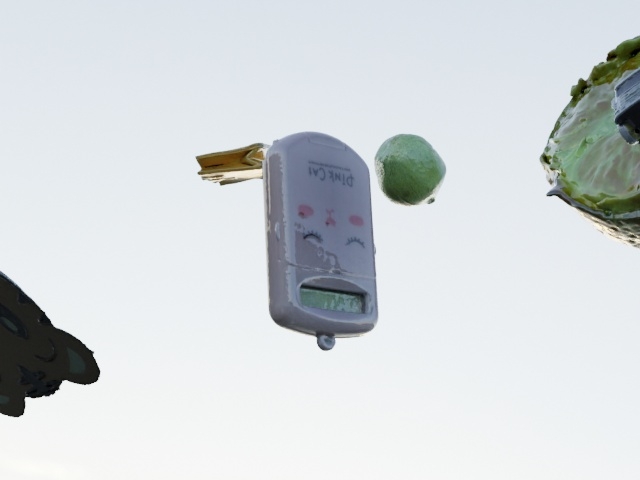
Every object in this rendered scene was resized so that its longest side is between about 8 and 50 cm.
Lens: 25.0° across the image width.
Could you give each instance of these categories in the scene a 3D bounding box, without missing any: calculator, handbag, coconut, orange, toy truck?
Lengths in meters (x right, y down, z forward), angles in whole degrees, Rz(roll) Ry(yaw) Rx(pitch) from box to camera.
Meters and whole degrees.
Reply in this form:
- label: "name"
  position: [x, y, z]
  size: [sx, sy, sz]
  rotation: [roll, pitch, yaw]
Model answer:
- label: "calculator"
  position: [0.000, 0.000, 1.118]
  size: [0.100, 0.175, 0.032]
  rotation: [9, -20, -38]
- label: "handbag"
  position: [-0.069, -0.065, 1.214]
  size: [0.061, 0.027, 0.083]
  rotation: [-7, -3, 11]
- label: "coconut"
  position: [0.107, -0.080, 1.704]
  size: [0.088, 0.088, 0.096]
  rotation: [-13, -61, 49]
- label: "orange"
  position: [0.384, -0.112, 1.565]
  size: [0.196, 0.262, 0.334]
  rotation: [32, 5, -8]
- label: "toy truck"
  position: [0.264, -0.080, 1.041]
  size: [0.123, 0.063, 0.052]
  rotation: [35, -53, -26]

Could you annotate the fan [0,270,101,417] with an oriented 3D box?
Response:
- label: "fan"
  position: [-0.252, 0.031, 0.952]
  size: [0.152, 0.008, 0.226]
  rotation: [-23, -64, 45]
